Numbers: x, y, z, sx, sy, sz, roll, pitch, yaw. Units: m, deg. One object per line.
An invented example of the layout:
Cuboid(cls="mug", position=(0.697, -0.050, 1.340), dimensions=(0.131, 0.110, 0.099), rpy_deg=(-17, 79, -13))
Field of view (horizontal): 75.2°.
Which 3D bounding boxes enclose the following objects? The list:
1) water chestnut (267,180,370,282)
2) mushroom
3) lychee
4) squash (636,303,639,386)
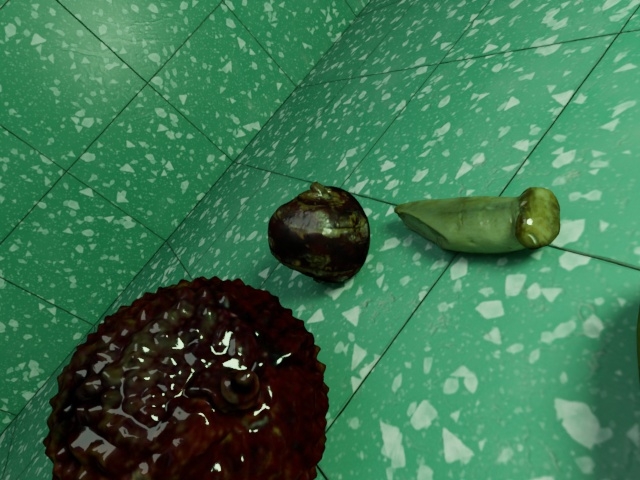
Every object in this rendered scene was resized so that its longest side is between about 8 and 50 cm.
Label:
Cuboid(cls="water chestnut", position=(0.000, 0.000, 0.909), dimensions=(0.223, 0.224, 0.238), rpy_deg=(-106, 27, -55))
Cuboid(cls="mushroom", position=(0.253, -0.030, 0.741), dimensions=(0.333, 0.087, 0.107), rpy_deg=(1, 51, 55))
Cuboid(cls="lychee", position=(-0.180, 0.259, 0.642), dimensions=(0.500, 0.425, 0.424), rpy_deg=(-38, 25, 58))
Cuboid(cls="squash", position=(0.379, 0.106, 0.396), dimensions=(0.133, 0.132, 0.247), rpy_deg=(-14, 42, 42))
